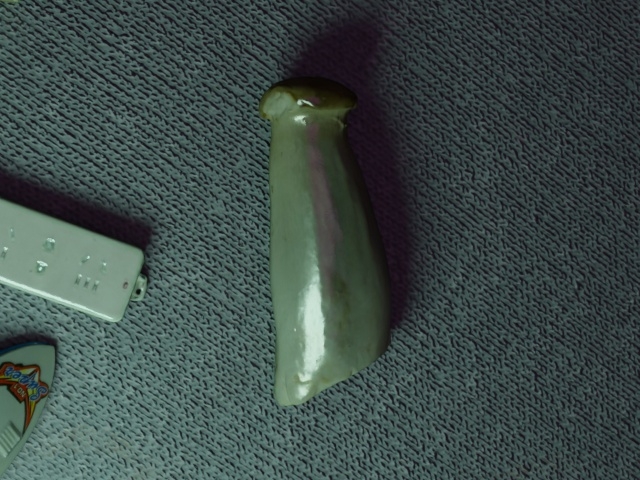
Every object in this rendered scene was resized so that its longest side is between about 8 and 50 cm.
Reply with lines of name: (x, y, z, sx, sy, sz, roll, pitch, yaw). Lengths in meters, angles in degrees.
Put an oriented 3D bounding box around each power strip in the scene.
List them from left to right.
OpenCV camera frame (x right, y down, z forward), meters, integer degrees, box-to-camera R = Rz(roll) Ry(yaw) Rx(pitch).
power strip: (-0.366, 0.004, 1.389, 0.338, 0.058, 0.098, 20, 89, -12)

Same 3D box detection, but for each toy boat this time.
toy boat: (-0.408, 0.226, 1.349, 0.295, 0.088, 0.129, -51, 126, -31)

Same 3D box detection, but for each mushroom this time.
mushroom: (0.009, 0.002, 1.436, 0.154, 0.137, 0.407, -2, 100, 1)

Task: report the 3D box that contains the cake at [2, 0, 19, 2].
cake: (-0.361, -0.406, 1.321, 0.172, 0.158, 0.283, 35, 83, -13)
